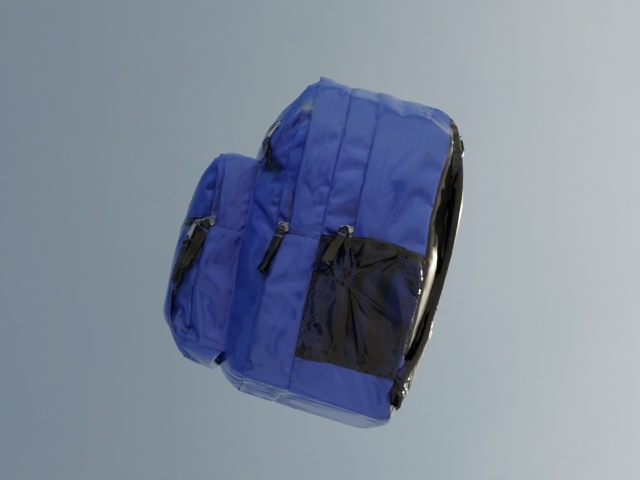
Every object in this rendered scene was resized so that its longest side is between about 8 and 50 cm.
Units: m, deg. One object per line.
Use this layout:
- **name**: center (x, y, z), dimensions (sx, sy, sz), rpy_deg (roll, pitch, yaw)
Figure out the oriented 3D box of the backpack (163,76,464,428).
- **backpack**: center (0.000, 0.000, 0.518), dimensions (0.101, 0.098, 0.120), rpy_deg (18, -100, -7)
